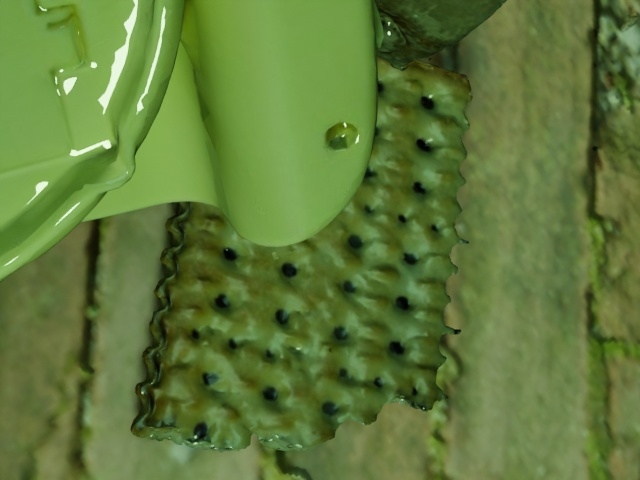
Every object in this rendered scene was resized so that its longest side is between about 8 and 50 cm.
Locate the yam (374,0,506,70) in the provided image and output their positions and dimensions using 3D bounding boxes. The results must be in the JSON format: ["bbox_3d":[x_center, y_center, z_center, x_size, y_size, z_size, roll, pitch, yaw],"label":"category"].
[{"bbox_3d":[-0.013,-0.193,0.653,0.268,0.161,0.161,32,65,-30],"label":"yam"}]

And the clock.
[{"bbox_3d":[-0.162,-0.092,0.503,0.348,0.117,0.286,-17,129,-10],"label":"clock"}]

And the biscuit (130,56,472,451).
[{"bbox_3d":[0.000,0.000,0.712,0.144,0.016,0.203,16,70,-23],"label":"biscuit"}]
